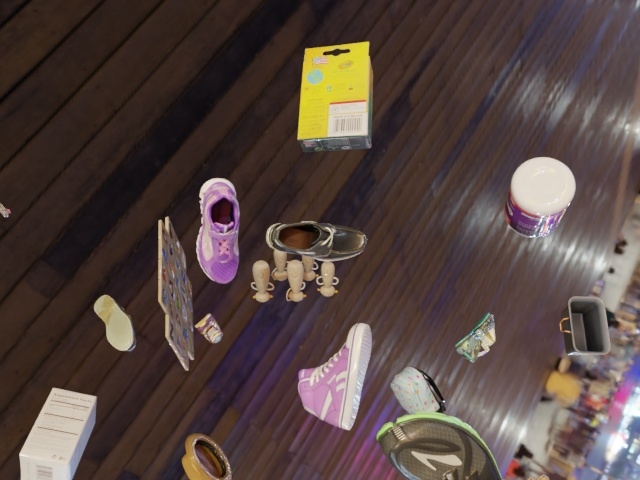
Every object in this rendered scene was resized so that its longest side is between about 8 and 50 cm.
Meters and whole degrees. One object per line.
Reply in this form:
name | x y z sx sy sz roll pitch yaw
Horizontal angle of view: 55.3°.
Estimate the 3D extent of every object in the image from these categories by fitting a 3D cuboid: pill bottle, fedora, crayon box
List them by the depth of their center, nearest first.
crayon box | 0.048 -0.416 1.769 0.081 0.202 0.318 58 34 -65
fedora | -0.356 0.681 1.849 0.079 0.194 0.194 -40 151 10
pill bottle | 0.676 -0.119 1.912 0.181 0.182 0.323 -61 162 -11

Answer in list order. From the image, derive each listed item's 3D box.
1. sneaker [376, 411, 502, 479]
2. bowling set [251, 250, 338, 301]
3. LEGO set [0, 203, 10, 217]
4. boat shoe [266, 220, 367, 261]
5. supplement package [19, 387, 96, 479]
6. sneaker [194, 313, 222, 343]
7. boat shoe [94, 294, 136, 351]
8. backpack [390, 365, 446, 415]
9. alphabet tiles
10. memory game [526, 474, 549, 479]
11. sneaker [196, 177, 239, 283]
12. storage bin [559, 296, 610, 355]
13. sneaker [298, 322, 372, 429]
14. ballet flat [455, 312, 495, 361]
sneaker | 0.290 0.532 1.196 0.185 0.482 0.202 -36 -170 18
bowling set | -0.078 0.099 2.040 0.200 0.287 0.154 -80 172 -58
LEGO set | -0.727 -0.053 1.294 0.132 0.287 0.107 -28 141 -14
boat shoe | 0.000 0.000 1.363 0.233 0.079 0.084 5 80 -18
supplement package | -0.581 0.439 1.361 0.179 0.105 0.105 -85 -170 -54
sneaker | -0.361 0.298 2.026 0.069 0.084 0.185 -41 173 -9
boat shoe | -0.586 0.247 1.783 0.081 0.228 0.068 -41 140 -6
backpack | 0.324 0.522 2.078 0.115 0.152 0.182 -35 104 -33
alphabet tiles | -0.349 0.125 1.481 0.285 0.011 0.342 82 -2 -53
memory game | 0.365 0.508 1.094 0.186 0.012 0.186 -12 110 -36
sneaker | -0.218 -0.014 1.339 0.095 0.104 0.236 -5 105 -21
storage bin | 0.608 0.210 1.436 0.091 0.098 0.135 92 0 -67
sneaker | 0.024 0.310 1.454 0.102 0.161 0.282 -30 135 -64
ballet flat | 0.379 0.235 1.451 0.188 0.070 0.070 -29 132 -48
